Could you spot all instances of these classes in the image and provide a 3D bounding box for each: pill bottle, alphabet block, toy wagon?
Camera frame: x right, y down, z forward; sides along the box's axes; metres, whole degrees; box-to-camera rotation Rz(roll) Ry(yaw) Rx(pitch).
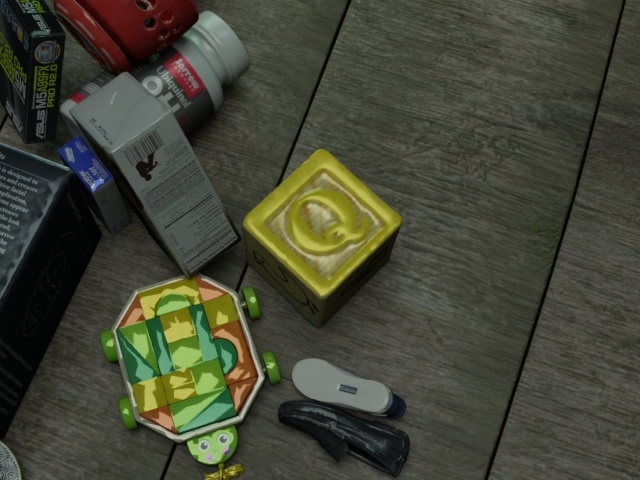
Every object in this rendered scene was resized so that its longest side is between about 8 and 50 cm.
[{"bbox_3d":[-0.284,-0.258,1.768,0.318,0.176,0.176,-42,77,-15],"label":"pill bottle"},{"bbox_3d":[0.000,0.000,1.677,0.192,0.197,0.193,41,74,12],"label":"alphabet block"},{"bbox_3d":[-0.203,0.227,1.657,0.267,0.068,0.344,-17,72,-8],"label":"toy wagon"}]

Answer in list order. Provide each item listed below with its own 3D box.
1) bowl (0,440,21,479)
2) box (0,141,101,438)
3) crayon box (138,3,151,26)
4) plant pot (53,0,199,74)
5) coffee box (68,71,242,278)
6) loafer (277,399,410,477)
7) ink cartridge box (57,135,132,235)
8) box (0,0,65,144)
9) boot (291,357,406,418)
[{"bbox_3d":[-0.561,0.383,1.569,0.170,0.080,0.170,7,77,-32],"label":"bowl"},{"bbox_3d":[-0.538,0.073,1.580,0.211,0.293,0.396,21,71,5],"label":"box"},{"bbox_3d":[-0.302,-0.493,1.848,0.081,0.165,0.278,36,71,-17],"label":"crayon box"},{"bbox_3d":[-0.319,-0.376,1.637,0.191,0.191,0.174,42,81,12],"label":"plant pot"},{"bbox_3d":[-0.261,-0.102,1.630,0.119,0.297,0.168,-37,46,-12],"label":"coffee box"},{"bbox_3d":[0.034,0.319,1.629,0.223,0.076,0.078,19,63,1],"label":"loafer"},{"bbox_3d":[-0.375,-0.088,1.688,0.046,0.207,0.097,-38,76,-14],"label":"ink cartridge box"},{"bbox_3d":[-0.517,-0.331,1.724,0.060,0.216,0.270,-11,48,-32],"label":"box"},{"bbox_3d":[0.046,0.251,1.664,0.190,0.086,0.069,17,77,33],"label":"boot"}]
